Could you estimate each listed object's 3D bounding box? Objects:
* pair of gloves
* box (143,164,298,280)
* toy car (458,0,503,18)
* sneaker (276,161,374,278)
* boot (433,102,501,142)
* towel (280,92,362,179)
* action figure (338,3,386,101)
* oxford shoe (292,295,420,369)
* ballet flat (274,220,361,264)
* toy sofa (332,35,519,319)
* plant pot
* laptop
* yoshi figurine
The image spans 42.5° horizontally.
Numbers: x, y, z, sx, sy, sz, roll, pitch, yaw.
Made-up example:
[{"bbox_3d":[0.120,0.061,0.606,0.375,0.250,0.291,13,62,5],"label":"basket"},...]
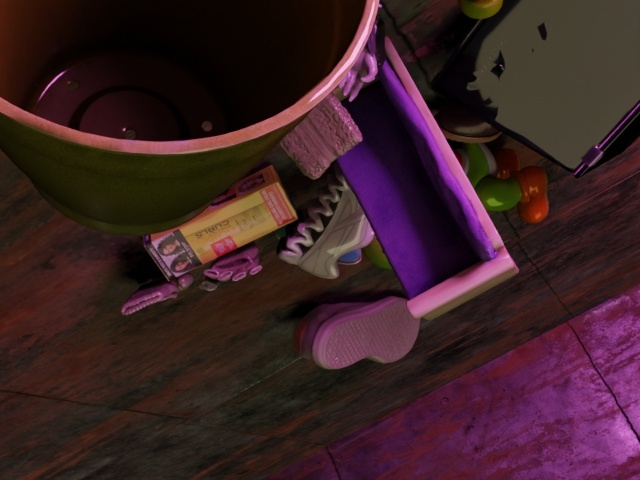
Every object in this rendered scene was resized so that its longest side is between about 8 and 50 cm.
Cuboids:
[{"bbox_3d":[-0.211,0.067,1.374,0.240,0.042,0.204,-21,-172,-5],"label":"pair of gloves"},{"bbox_3d":[-0.158,-0.027,1.302,0.232,0.058,0.087,-25,126,2],"label":"box"},{"bbox_3d":[0.108,-0.337,0.894,0.188,0.149,0.155,2,162,10],"label":"toy car"},{"bbox_3d":[0.054,-0.063,1.314,0.118,0.110,0.292,35,110,-11],"label":"sneaker"},{"bbox_3d":[0.299,-0.264,1.283,0.248,0.090,0.207,-13,139,-16],"label":"boot"},{"bbox_3d":[-0.019,-0.166,1.101,0.110,0.148,0.027,-38,179,31],"label":"towel"},{"bbox_3d":[-0.003,-0.231,0.916,0.275,0.164,0.141,10,98,-75],"label":"action figure"},{"bbox_3d":[0.095,0.210,1.942,0.130,0.169,0.449,12,-172,37],"label":"oxford shoe"},{"bbox_3d":[0.000,0.000,1.446,0.057,0.168,0.052,-66,165,-7],"label":"ballet flat"},{"bbox_3d":[0.113,-0.083,1.111,0.150,0.362,0.177,-30,161,11],"label":"toy sofa"},{"bbox_3d":[-0.172,-0.173,0.768,0.366,0.366,0.353,-15,165,-19],"label":"plant pot"},{"bbox_3d":[0.436,-0.312,1.209,0.408,0.236,0.382,-22,155,-54],"label":"laptop"},{"bbox_3d":[0.208,-0.048,1.461,0.362,0.203,0.203,-9,160,-17],"label":"yoshi figurine"}]
